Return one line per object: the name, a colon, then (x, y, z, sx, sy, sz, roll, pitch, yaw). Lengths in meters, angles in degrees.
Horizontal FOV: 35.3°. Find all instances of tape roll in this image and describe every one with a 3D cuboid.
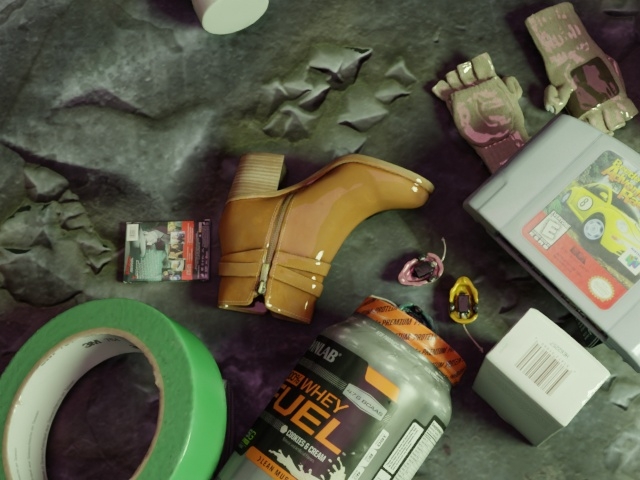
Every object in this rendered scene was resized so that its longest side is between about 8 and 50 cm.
tape roll: (-0.272, 0.231, 1.235, 0.321, 0.077, 0.321, -13, 60, 23)

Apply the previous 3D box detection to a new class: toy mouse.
toy mouse: (0.135, 0.076, 1.331, 0.143, 0.031, 0.160, -4, 73, 3)

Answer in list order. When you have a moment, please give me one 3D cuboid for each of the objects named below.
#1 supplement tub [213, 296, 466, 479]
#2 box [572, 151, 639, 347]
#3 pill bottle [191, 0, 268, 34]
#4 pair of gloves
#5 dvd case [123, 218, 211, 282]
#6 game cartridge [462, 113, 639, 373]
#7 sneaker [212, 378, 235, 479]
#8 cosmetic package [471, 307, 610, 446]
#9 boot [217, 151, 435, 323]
supplement tub: (0.026, 0.237, 1.210, 0.194, 0.193, 0.316, 34, 79, 13)
box: (0.380, 0.012, 1.290, 0.153, 0.108, 0.207, -21, 74, -1)
pill bottle: (-0.164, -0.419, 1.446, 0.131, 0.131, 0.229, -24, 73, -2)
pair of gloves: (0.299, -0.197, 1.392, 0.240, 0.042, 0.204, -32, 77, -3)
dvd case: (-0.211, 0.015, 1.386, 0.120, 0.013, 0.087, -2, 74, 3)
game cartridge: (0.344, -0.010, 1.217, 0.196, 0.060, 0.294, -42, 75, -10)
sneaker: (-0.170, 0.296, 1.261, 0.091, 0.094, 0.258, 6, 72, 11)
cosmetic package: (0.254, 0.167, 1.191, 0.117, 0.231, 0.085, 43, 82, 14)
boot: (0.000, 0.000, 1.322, 0.284, 0.109, 0.220, 6, 73, 8)
